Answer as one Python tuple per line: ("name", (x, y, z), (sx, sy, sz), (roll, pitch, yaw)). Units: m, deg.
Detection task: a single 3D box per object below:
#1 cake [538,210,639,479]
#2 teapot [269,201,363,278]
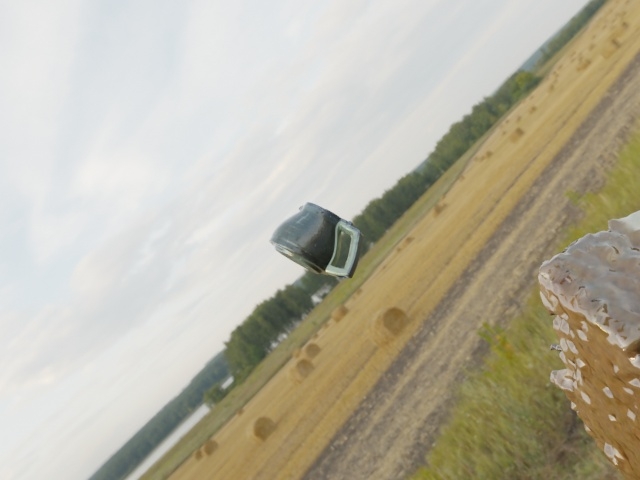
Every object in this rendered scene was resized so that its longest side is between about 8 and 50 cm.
("cake", (0.362, 0.100, 0.467), (0.290, 0.255, 0.282), (-28, 40, -1))
("teapot", (0.000, 0.000, 0.591), (0.057, 0.088, 0.066), (-61, -26, -6))
